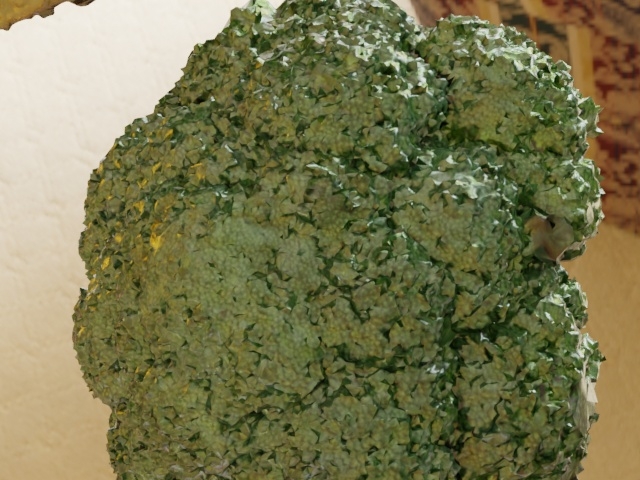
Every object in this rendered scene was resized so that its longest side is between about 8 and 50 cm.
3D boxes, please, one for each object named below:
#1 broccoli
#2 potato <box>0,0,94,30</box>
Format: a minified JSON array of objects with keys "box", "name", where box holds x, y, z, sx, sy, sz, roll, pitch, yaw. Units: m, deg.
[{"box":[0.023,0.024,0.571,0.270,0.270,0.270,-5,81,30],"name":"broccoli"},{"box":[-0.265,-0.267,0.775,0.301,0.237,0.288,-21,40,7],"name":"potato"}]
